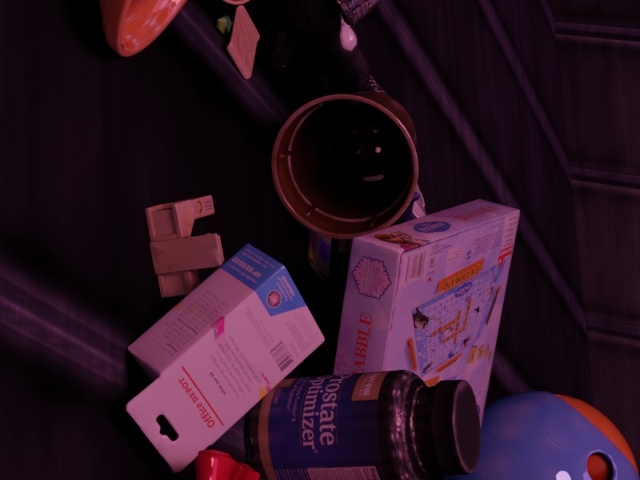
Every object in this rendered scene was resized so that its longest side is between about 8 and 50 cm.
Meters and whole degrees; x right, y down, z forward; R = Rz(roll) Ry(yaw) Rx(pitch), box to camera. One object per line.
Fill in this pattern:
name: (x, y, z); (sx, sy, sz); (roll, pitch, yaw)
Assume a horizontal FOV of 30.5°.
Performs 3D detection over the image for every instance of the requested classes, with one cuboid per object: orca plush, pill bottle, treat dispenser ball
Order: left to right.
orca plush: (-0.029, -0.242, 1.386); (0.151, 0.102, 0.287); (43, -7, 27)
pill bottle: (0.045, 0.195, 1.199); (0.123, 0.219, 0.122); (-8, 90, -68)
treat dispenser ball: (0.324, 0.366, 1.731); (0.288, 0.288, 0.288); (-8, 90, -68)

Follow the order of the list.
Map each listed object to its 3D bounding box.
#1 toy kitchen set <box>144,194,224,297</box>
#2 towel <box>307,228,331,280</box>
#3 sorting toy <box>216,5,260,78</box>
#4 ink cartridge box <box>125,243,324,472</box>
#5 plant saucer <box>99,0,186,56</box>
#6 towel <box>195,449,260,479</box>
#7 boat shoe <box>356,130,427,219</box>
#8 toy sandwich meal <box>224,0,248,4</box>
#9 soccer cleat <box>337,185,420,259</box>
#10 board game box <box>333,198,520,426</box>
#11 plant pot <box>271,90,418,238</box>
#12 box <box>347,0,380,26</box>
toy kitchen set: (-0.109, 0.002, 1.087); (0.075, 0.068, 0.083); (-23, 105, -67)
towel: (0.000, 0.000, 1.430); (0.060, 0.009, 0.083); (53, 36, -51)
sorting toy: (-0.091, -0.224, 1.279); (0.083, 0.012, 0.062); (58, 37, -52)
ink cartridge box: (-0.094, 0.103, 1.035); (0.181, 0.062, 0.104); (-41, 131, -17)
plant saucer: (-0.133, -0.253, 1.023); (0.200, 0.037, 0.200); (-57, 179, -2)
towel: (-0.083, 0.327, 1.023); (0.199, 0.031, 0.274); (71, 19, -71)
boat shoe: (0.113, -0.055, 1.630); (0.227, 0.079, 0.081); (62, 34, -34)
toy sandwich meal: (-0.091, -0.290, 1.246); (0.086, 0.029, 0.085); (2, 86, -42)
soccer cleat: (0.094, 0.074, 1.487); (0.093, 0.121, 0.289); (-6, 89, -68)
board game box: (0.122, 0.128, 1.405); (0.319, 0.066, 0.317); (-15, 117, -56)
plant pot: (0.044, -0.104, 1.389); (0.165, 0.167, 0.167); (-53, 131, -69)
box: (0.017, -0.377, 1.551); (0.190, 0.045, 0.184); (-55, 130, -58)
